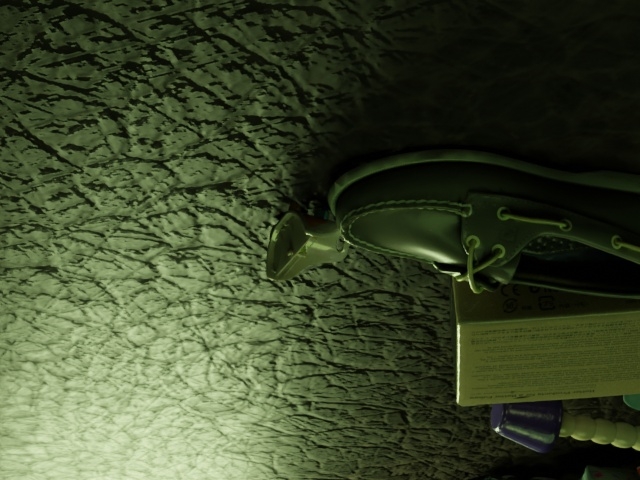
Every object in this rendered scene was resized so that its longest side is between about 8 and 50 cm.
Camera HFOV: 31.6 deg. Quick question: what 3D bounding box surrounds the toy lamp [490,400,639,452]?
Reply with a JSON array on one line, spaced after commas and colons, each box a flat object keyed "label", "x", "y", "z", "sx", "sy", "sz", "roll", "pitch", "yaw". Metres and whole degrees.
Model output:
[{"label": "toy lamp", "x": 0.336, "y": 0.222, "z": 1.320, "sx": 0.275, "sy": 0.080, "sz": 0.080, "roll": 10, "pitch": 147, "yaw": -9}]

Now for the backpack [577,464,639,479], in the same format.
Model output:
[{"label": "backpack", "x": 0.398, "y": 0.367, "z": 1.497, "sx": 0.182, "sy": 0.152, "sz": 0.115, "roll": 14, "pitch": 105, "yaw": -29}]

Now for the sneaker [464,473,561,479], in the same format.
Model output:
[{"label": "sneaker", "x": 0.221, "y": 0.391, "z": 1.587, "sx": 0.153, "sy": 0.094, "sz": 0.235, "roll": 22, "pitch": 141, "yaw": -30}]

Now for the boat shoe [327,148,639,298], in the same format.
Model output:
[{"label": "boat shoe", "x": 0.158, "y": -0.006, "z": 0.946, "sx": 0.305, "sy": 0.091, "sz": 0.109, "roll": 4, "pitch": 148, "yaw": -9}]

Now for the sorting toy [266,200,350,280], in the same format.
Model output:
[{"label": "sorting toy", "x": 0.000, "y": 0.000, "z": 1.001, "sx": 0.075, "sy": 0.045, "sz": 0.083, "roll": 7, "pitch": 147, "yaw": -27}]

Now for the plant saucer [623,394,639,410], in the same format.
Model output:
[{"label": "plant saucer", "x": 0.426, "y": 0.141, "z": 1.238, "sx": 0.195, "sy": 0.037, "sz": 0.195, "roll": -4, "pitch": 152, "yaw": -2}]

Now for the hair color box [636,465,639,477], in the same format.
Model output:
[{"label": "hair color box", "x": 0.498, "y": 0.281, "z": 1.430, "sx": 0.167, "sy": 0.053, "sz": 0.093, "roll": -25, "pitch": 169, "yaw": 31}]

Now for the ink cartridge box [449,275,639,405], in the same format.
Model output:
[{"label": "ink cartridge box", "x": 0.244, "y": 0.078, "z": 1.089, "sx": 0.235, "sy": 0.088, "sz": 0.193, "roll": -5, "pitch": 149, "yaw": 3}]
